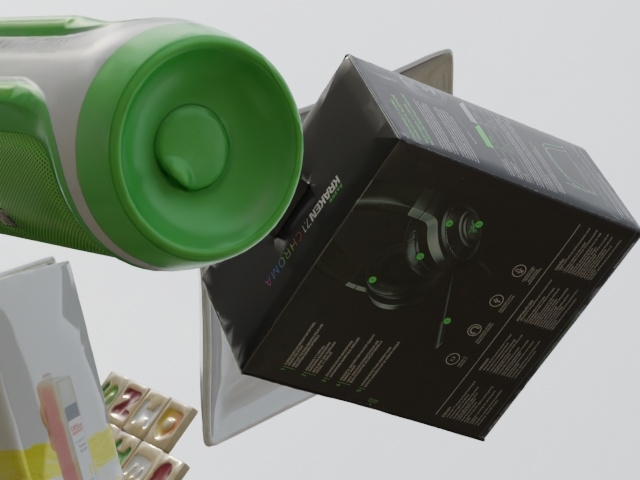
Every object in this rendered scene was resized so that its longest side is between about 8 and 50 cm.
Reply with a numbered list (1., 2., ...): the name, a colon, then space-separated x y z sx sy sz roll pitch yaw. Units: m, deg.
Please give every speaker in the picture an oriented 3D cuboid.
1. speaker: -0.134 -0.056 0.971 0.296 0.131 0.131 9 -53 56

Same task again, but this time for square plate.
1. square plate: 0.000 0.000 1.863 0.049 0.347 0.344 27 -51 41

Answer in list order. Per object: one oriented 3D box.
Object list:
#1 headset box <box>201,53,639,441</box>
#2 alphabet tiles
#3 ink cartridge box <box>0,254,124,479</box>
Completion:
1. headset box: 0.074 0.011 1.505 0.283 0.131 0.246 17 -62 -32
2. alphabet tiles: -0.267 0.281 2.010 0.011 0.285 0.342 42 -14 -27
3. ink cartridge box: -0.321 0.232 1.548 0.279 0.160 0.384 -13 -88 23
